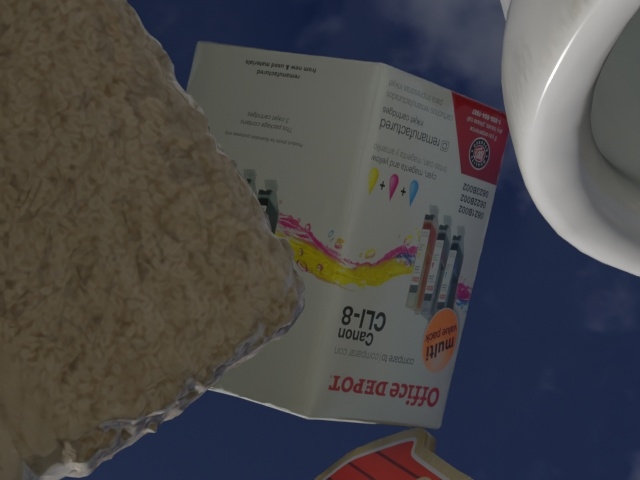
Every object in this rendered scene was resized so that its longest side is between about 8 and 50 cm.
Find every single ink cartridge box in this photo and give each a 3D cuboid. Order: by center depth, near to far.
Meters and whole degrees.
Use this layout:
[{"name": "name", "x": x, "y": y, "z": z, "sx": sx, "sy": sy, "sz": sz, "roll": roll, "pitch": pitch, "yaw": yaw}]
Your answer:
[{"name": "ink cartridge box", "x": 0.000, "y": 0.000, "z": 0.803, "sx": 0.128, "sy": 0.127, "sz": 0.176, "roll": 13, "pitch": -90, "yaw": -52}]

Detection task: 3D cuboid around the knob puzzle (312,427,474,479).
[{"name": "knob puzzle", "x": -0.002, "y": 0.180, "z": 0.847, "sx": 0.030, "sy": 0.213, "sz": 0.213, "roll": 37, "pitch": -97, "yaw": -20}]

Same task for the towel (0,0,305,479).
[{"name": "towel", "x": -0.144, "y": -0.050, "z": 0.367, "sx": 0.187, "sy": 0.049, "sz": 0.282, "roll": -35, "pitch": -87, "yaw": -21}]

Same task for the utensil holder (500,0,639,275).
[{"name": "utensil holder", "x": 0.176, "y": -0.226, "z": 0.462, "sx": 0.327, "sy": 0.327, "sz": 0.386, "roll": -5, "pitch": -114, "yaw": -15}]
